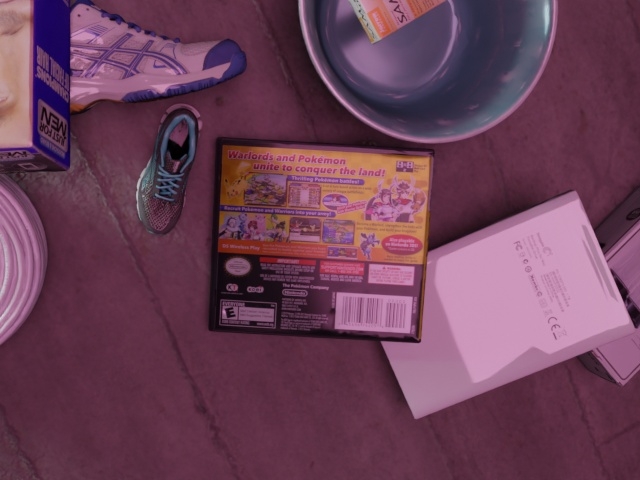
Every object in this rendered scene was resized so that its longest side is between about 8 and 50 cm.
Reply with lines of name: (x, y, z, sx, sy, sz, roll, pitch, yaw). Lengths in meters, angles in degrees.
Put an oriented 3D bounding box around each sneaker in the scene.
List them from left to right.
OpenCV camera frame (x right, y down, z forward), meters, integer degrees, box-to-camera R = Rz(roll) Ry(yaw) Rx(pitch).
sneaker: (-0.235, -0.220, 0.892, 0.297, 0.112, 0.130, -11, 99, -13)
sneaker: (-0.185, -0.087, 0.938, 0.065, 0.076, 0.166, 11, 94, -14)

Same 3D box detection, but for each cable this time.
cable: (-0.449, 0.022, 0.880, 0.257, 0.089, 0.257, -45, 105, -5)

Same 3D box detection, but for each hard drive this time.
hard drive: (0.228, 0.087, 1.021, 0.308, 0.040, 0.203, -23, 93, 8)

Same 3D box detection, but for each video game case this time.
video game case: (0.000, 0.000, 0.986, 0.275, 0.035, 0.248, 3, 96, 0)

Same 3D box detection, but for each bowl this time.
bowl: (0.109, -0.274, 0.943, 0.312, 0.163, 0.311, -2, 98, -14)

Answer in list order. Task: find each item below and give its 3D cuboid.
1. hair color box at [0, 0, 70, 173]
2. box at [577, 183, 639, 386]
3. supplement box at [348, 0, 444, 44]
hair color box: (-0.365, -0.241, 0.798, 0.185, 0.110, 0.338, -3, 83, 1)
box: (0.460, 0.045, 1.107, 0.290, 0.087, 0.169, -45, 104, -5)
supplement box: (0.086, -0.265, 0.835, 0.098, 0.036, 0.062, -33, 102, -7)
